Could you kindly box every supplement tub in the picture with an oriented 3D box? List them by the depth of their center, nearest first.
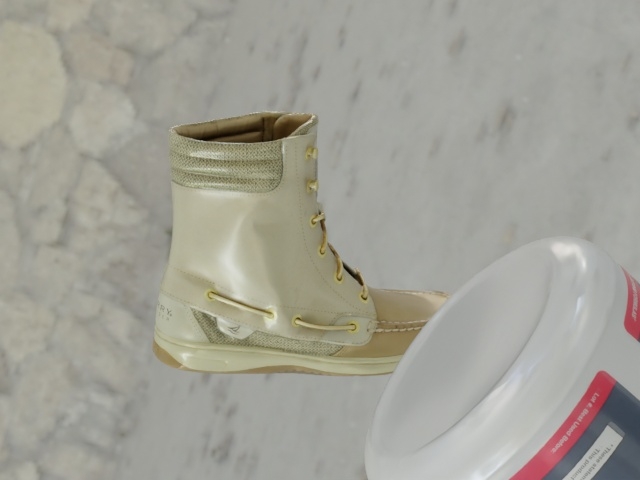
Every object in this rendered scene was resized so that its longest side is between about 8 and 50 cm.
[{"bbox_3d":[0.179,0.145,0.812,0.191,0.272,0.191,-47,13,15],"label":"supplement tub"}]

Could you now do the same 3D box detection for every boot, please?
[{"bbox_3d":[0.000,0.000,1.122,0.095,0.262,0.203,-126,39,-68],"label":"boot"}]
